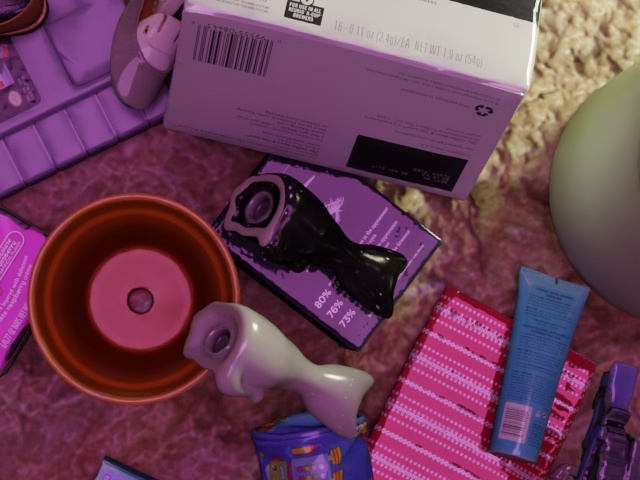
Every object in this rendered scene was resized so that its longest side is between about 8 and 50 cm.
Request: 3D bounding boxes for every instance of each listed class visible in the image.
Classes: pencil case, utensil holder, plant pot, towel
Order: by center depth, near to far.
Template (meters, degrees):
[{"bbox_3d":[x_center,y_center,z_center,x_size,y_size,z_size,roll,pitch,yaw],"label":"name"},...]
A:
[{"bbox_3d":[0.425,-0.059,1.369,0.327,0.385,0.328,0,87,-5],"label":"utensil holder"},{"bbox_3d":[-0.187,0.060,1.403,0.205,0.188,0.205,0,87,-5],"label":"plant pot"},{"bbox_3d":[0.012,0.326,1.428,0.119,0.133,0.306,-5,98,36],"label":"pencil case"},{"bbox_3d":[0.164,0.216,1.510,0.199,0.031,0.275,27,83,-2],"label":"towel"}]

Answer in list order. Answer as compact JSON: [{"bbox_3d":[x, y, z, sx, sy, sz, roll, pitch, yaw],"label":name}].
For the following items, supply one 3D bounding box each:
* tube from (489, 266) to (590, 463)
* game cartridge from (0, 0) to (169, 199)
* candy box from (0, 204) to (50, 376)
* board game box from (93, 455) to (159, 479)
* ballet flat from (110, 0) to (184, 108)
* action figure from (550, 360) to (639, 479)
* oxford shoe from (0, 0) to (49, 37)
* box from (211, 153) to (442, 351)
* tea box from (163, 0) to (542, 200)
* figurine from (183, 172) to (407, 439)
[{"bbox_3d":[0.233,0.137,1.486,0.080,0.052,0.207,18,78,-7],"label":"tube"},{"bbox_3d":[-0.333,-0.246,1.470,0.230,0.068,0.355,-27,90,-10],"label":"game cartridge"},{"bbox_3d":[-0.397,0.019,1.444,0.233,0.071,0.159,31,86,-3],"label":"candy box"},{"bbox_3d":[-0.172,0.348,1.462,0.210,0.047,0.160,26,85,-5],"label":"board game box"},{"bbox_3d":[-0.170,-0.236,1.435,0.072,0.068,0.213,34,50,-33],"label":"ballet flat"},{"bbox_3d":[0.314,0.303,1.367,0.178,0.330,0.341,14,87,-3],"label":"action figure"},{"bbox_3d":[-0.389,-0.226,1.399,0.212,0.076,0.076,-20,91,-4],"label":"oxford shoe"},{"bbox_3d":[0.000,0.000,1.464,0.207,0.108,0.153,39,84,-2],"label":"box"},{"bbox_3d":[0.041,-0.258,1.375,0.329,0.220,0.324,13,61,-5],"label":"tea box"},{"bbox_3d":[-0.009,0.072,1.324,0.209,0.092,0.215,29,71,-38],"label":"figurine"}]
